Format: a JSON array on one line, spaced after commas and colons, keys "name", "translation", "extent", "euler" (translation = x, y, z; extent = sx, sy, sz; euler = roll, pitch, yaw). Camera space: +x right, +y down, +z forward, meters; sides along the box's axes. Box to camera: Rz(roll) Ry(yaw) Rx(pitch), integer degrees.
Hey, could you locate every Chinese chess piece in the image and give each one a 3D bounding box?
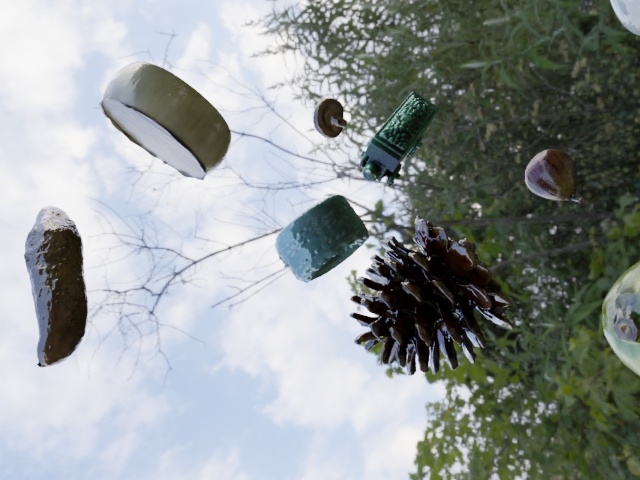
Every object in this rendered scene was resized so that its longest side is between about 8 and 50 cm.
[{"name": "Chinese chess piece", "translation": [-0.298, -0.229, 1.109], "extent": [0.104, 0.257, 0.257], "euler": [-59, -42, -15]}]

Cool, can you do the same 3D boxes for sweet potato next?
[{"name": "sweet potato", "translation": [-0.435, 0.035, 0.927], "extent": [0.092, 0.342, 0.114], "euler": [6, -47, -34]}]

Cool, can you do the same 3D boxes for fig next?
[{"name": "fig", "translation": [0.412, -0.096, 0.980], "extent": [0.089, 0.089, 0.125], "euler": [36, -154, -50]}]

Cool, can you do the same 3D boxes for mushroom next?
[{"name": "mushroom", "translation": [0.029, -0.385, 1.791], "extent": [0.085, 0.109, 0.126], "euler": [-131, 51, -82]}]

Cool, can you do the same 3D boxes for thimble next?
[{"name": "thimble", "translation": [0.000, 0.000, 1.447], "extent": [0.235, 0.143, 0.198], "euler": [-35, -12, -2]}]

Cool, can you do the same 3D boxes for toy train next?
[{"name": "toy train", "translation": [0.120, -0.158, 0.875], "extent": [0.172, 0.070, 0.099], "euler": [-52, -7, -38]}]

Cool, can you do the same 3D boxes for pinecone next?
[{"name": "pinecone", "translation": [0.171, 0.105, 0.947], "extent": [0.264, 0.264, 0.264], "euler": [-8, -80, -54]}]

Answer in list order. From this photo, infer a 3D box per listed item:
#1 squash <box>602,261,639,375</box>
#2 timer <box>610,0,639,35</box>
[{"name": "squash", "translation": [0.340, 0.072, 0.470], "extent": [0.247, 0.132, 0.133], "euler": [15, -100, -20]}, {"name": "timer", "translation": [0.363, -0.338, 0.607], "extent": [0.233, 0.240, 0.234], "euler": [-9, -76, -42]}]
